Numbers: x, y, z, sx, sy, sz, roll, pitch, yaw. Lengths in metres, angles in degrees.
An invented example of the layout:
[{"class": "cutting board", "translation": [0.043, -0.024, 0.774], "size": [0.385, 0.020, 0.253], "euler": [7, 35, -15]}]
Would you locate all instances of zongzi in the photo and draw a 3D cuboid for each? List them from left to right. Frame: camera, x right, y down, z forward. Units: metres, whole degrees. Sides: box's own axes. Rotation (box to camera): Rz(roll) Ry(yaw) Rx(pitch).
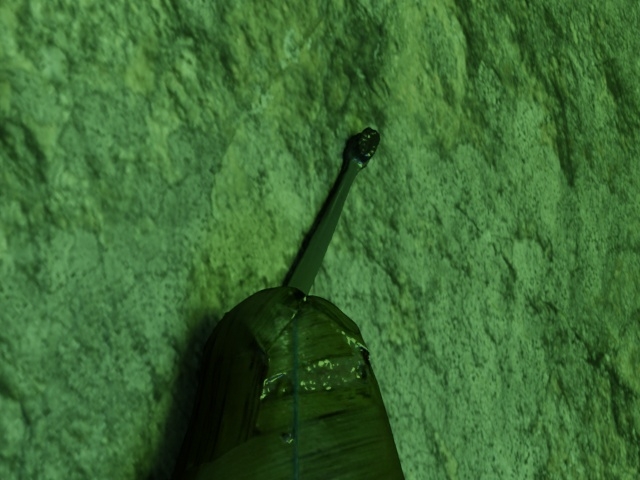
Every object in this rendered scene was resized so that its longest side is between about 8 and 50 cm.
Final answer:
[{"class": "zongzi", "translation": [-0.101, 0.211, 1.048], "size": [0.360, 0.160, 0.323], "euler": [-8, 70, -27]}]

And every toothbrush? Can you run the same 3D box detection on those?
[{"class": "toothbrush", "translation": [0.000, 0.000, 1.281], "size": [0.030, 0.030, 0.297], "euler": [32, 55, -11]}]
